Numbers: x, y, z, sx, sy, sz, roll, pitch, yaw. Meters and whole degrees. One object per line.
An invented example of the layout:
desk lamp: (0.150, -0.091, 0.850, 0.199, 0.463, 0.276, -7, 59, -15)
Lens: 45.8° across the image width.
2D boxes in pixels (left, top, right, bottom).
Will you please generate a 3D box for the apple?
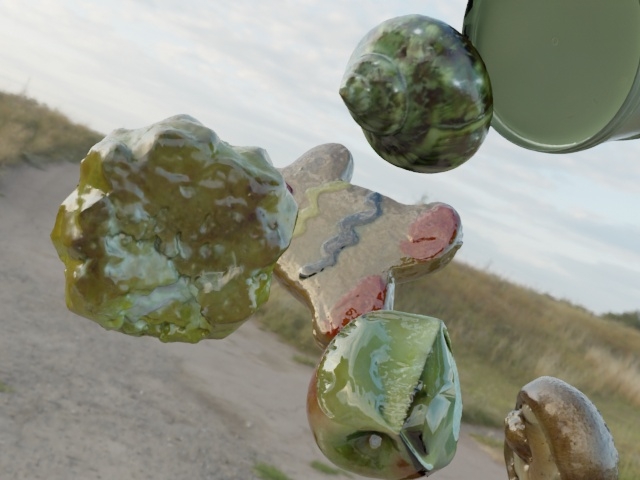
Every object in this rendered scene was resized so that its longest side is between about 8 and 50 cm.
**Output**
apple: (0.086, 0.199, 0.967, 0.207, 0.174, 0.188, 27, 45, -7)

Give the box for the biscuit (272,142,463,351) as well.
biscuit: (0.000, 0.000, 1.301, 0.394, 0.368, 0.076, 35, -20, 34)

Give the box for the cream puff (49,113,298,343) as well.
cream puff: (-0.169, -0.012, 0.877, 0.282, 0.281, 0.185, 20, 5, -20)

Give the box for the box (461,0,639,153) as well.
box: (0.277, -0.208, 0.787, 0.149, 0.226, 0.226, -14, 23, -34)

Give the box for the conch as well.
conch: (0.088, -0.139, 0.769, 0.181, 0.124, 0.187, 31, -22, -33)

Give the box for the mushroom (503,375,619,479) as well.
mushroom: (0.405, 0.359, 1.293, 0.153, 0.253, 0.253, -5, 8, -14)
